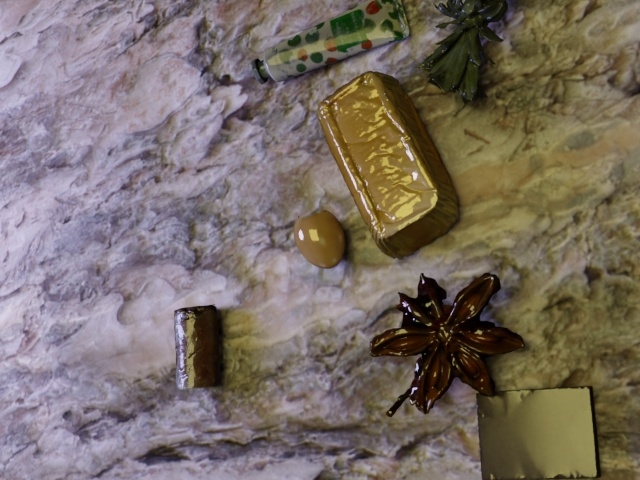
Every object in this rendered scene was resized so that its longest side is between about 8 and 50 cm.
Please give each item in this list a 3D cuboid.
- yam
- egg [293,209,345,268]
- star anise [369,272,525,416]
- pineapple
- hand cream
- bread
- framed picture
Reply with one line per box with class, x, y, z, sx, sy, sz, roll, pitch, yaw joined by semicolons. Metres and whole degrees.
yam;-0.210;0.180;1.730;0.079;0.079;0.141;-8;80;27
egg;0.000;0.000;1.645;0.080;0.080;0.096;-19;82;24
star anise;0.180;0.140;1.497;0.220;0.126;0.190;-13;96;3
pineapple;0.245;-0.348;1.556;0.130;0.119;0.277;21;95;-15
hand cream;0.013;-0.331;1.706;0.276;0.059;0.095;-20;75;19
bread;0.100;-0.125;1.589;0.152;0.119;0.288;-31;70;17
framed picture;0.310;0.277;1.467;0.168;0.023;0.128;-8;78;27
